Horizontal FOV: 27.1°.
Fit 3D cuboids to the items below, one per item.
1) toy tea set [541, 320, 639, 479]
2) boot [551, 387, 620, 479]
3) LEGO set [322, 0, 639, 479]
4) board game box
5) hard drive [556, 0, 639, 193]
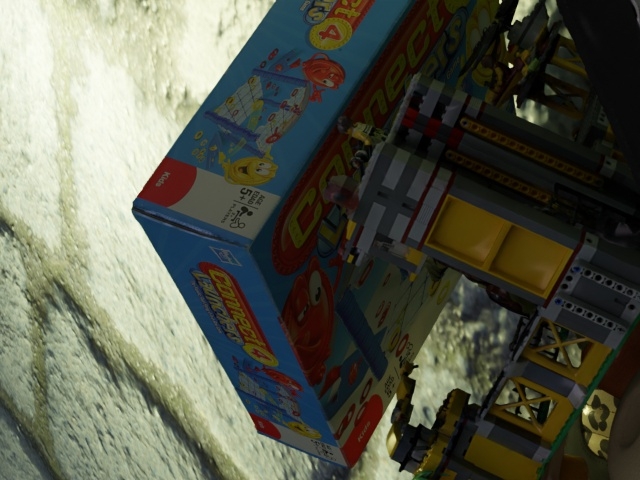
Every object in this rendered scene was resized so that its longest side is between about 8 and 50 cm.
[{"bbox_3d":[0.197,0.173,0.847,0.124,0.200,0.336,20,126,-6],"label":"toy tea set"},{"bbox_3d":[0.198,0.242,1.032,0.377,0.138,0.284,-173,93,-67],"label":"boot"},{"bbox_3d":[0.092,-0.011,0.829,0.192,0.331,0.255,25,136,3],"label":"LEGO set"},{"bbox_3d":[0.029,-0.042,0.933,0.086,0.308,0.302,20,154,25],"label":"board game box"},{"bbox_3d":[0.248,-0.121,0.706,0.339,0.237,0.064,67,155,3],"label":"hard drive"}]
